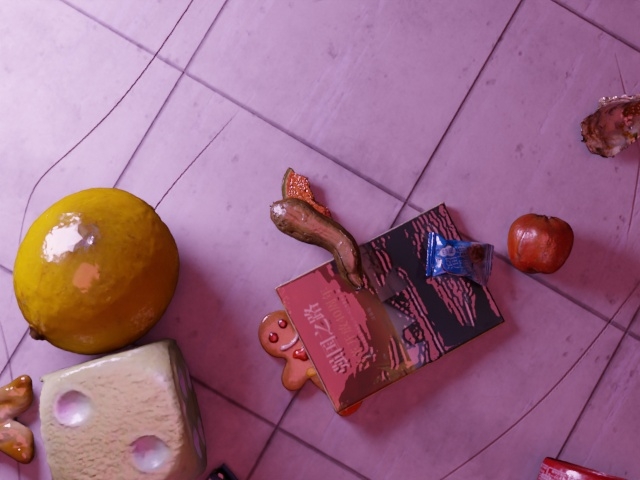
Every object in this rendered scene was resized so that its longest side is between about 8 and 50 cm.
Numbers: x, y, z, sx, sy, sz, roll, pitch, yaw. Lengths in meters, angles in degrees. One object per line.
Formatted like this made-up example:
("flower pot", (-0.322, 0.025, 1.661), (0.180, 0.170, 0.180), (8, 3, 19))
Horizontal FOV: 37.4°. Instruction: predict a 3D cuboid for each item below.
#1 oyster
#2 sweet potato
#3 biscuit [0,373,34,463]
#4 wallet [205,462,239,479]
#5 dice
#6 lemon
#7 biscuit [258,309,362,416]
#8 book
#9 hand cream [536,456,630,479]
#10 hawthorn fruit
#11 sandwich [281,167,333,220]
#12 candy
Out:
("oyster", (0.584, -0.237, 1.844), (0.177, 0.056, 0.105), (-40, 101, -4))
("sweet potato", (0.005, -0.004, 1.757), (0.233, 0.062, 0.081), (39, 89, 6))
("biscuit", (-0.634, 0.333, 1.748), (0.207, 0.047, 0.164), (-2, 88, -3))
("wallet", (-0.160, 0.550, 1.750), (0.231, 0.069, 0.170), (45, 81, -1))
("dice", (-0.345, 0.322, 1.662), (0.254, 0.252, 0.250), (-16, 86, -5))
("lemon", (-0.393, 0.054, 1.664), (0.296, 0.297, 0.297), (0, 86, -3))
("biscuit", (-0.008, 0.220, 1.794), (0.250, 0.036, 0.165), (34, 84, 0))
("book", (0.135, 0.123, 1.794), (0.373, 0.028, 0.263), (-27, 88, -11))
("hand cream", (0.492, 0.490, 1.711), (0.230, 0.230, 0.150), (15, 85, -2))
("hawthorn fruit", (0.416, 0.007, 1.790), (0.128, 0.128, 0.128), (0, 86, -3))
("sandwich", (-0.035, -0.076, 1.813), (0.067, 0.029, 0.135), (-34, 90, -3))
("candy", (0.266, 0.038, 1.793), (0.136, 0.038, 0.088), (12, 68, -15))
